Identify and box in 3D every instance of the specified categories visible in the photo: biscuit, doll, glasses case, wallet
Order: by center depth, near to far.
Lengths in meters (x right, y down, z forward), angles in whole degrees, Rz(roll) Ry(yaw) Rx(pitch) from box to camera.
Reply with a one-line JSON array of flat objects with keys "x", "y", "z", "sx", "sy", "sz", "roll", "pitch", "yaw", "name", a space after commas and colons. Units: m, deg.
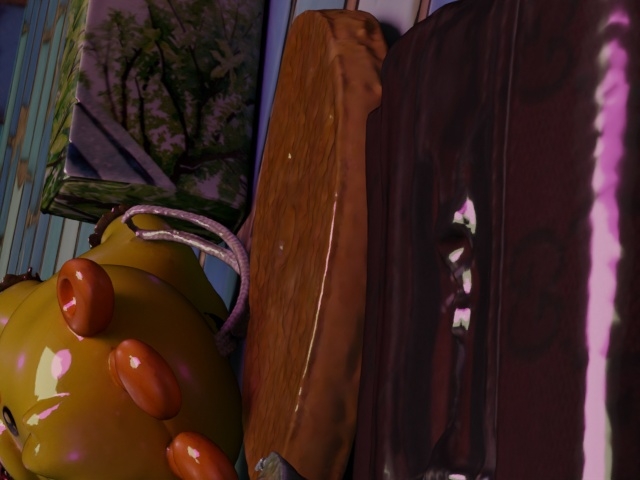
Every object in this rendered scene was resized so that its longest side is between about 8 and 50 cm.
[{"x": 0.044, "y": 0.045, "z": 0.480, "sx": 0.182, "sy": 0.049, "sz": 0.229, "roll": 142, "pitch": 136, "yaw": -65, "name": "wallet"}, {"x": 0.000, "y": 0.000, "z": 0.718, "sx": 0.142, "sy": 0.029, "sz": 0.221, "roll": 117, "pitch": 160, "yaw": -53, "name": "biscuit"}, {"x": -0.077, "y": 0.058, "z": 0.818, "sx": 0.143, "sy": 0.135, "sz": 0.221, "roll": 61, "pitch": 170, "yaw": -13, "name": "doll"}, {"x": -0.075, "y": -0.136, "z": 0.986, "sx": 0.062, "sy": 0.095, "sz": 0.272, "roll": 135, "pitch": 144, "yaw": -58, "name": "glasses case"}]

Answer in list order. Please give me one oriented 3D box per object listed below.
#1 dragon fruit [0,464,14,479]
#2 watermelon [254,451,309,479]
[{"x": -0.157, "y": 0.148, "z": 1.078, "sx": 0.121, "sy": 0.130, "sz": 0.142, "roll": -31, "pitch": -41, "yaw": -63, "name": "dragon fruit"}, {"x": -0.034, "y": 0.160, "z": 0.554, "sx": 0.071, "sy": 0.139, "sz": 0.187, "roll": 16, "pitch": 106, "yaw": 50, "name": "watermelon"}]
